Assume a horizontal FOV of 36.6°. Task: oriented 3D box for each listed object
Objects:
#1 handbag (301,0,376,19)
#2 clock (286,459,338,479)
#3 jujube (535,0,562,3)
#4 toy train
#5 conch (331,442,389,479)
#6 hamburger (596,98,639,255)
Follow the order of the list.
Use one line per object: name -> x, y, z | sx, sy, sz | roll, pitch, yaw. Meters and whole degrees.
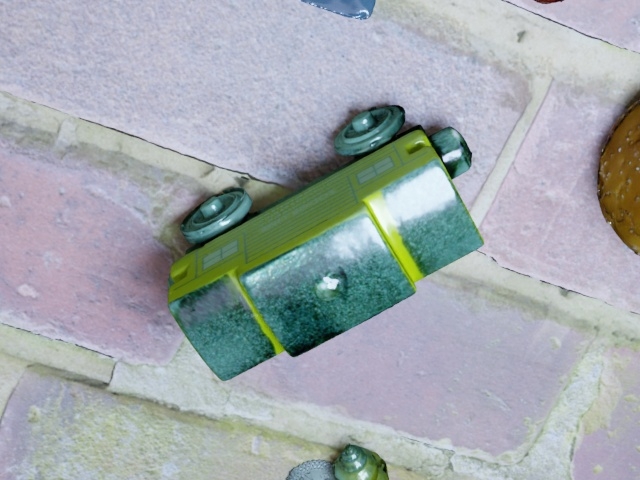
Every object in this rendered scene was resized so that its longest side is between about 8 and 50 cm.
handbag -> -0.024, -0.368, 1.184 | 0.221, 0.057, 0.144 | 16, 103, -10
clock -> -0.011, 0.375, 1.511 | 0.083, 0.010, 0.074 | -28, 112, 6
jujube -> 0.318, -0.345, 1.210 | 0.129, 0.077, 0.077 | -33, 111, 16
toy train -> 0.000, 0.000, 1.217 | 0.442, 0.272, 0.179 | -29, 115, 7
conch -> 0.066, 0.374, 1.472 | 0.079, 0.095, 0.201 | -6, 119, 34
hamburger -> 0.490, -0.065, 1.248 | 0.211, 0.260, 0.245 | 20, 89, -23
